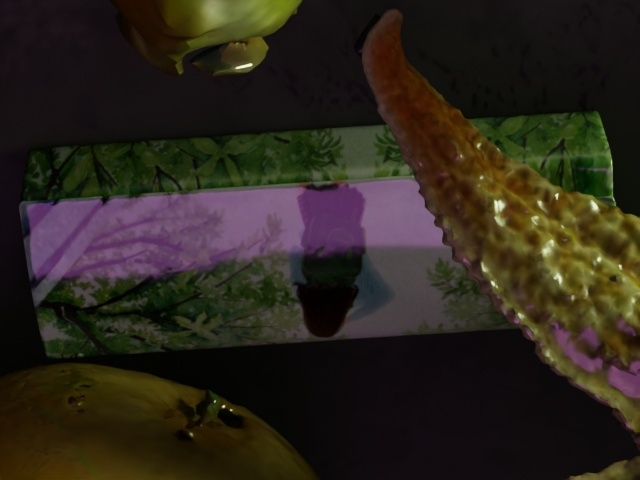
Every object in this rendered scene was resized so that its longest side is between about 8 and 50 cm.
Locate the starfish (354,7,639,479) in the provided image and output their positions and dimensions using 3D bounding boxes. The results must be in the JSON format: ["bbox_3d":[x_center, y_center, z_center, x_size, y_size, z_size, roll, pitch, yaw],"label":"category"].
[{"bbox_3d":[0.150,0.091,0.750,0.383,0.132,0.398,21,96,-16],"label":"starfish"}]

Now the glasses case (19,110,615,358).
[{"bbox_3d":[0.000,0.000,0.810,0.272,0.062,0.095,-5,125,1],"label":"glasses case"}]

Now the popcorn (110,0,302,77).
[{"bbox_3d":[-0.033,-0.235,0.537,0.325,0.321,0.290,28,104,-39],"label":"popcorn"}]

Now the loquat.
[{"bbox_3d":[-0.108,0.185,0.816,0.263,0.263,0.263,-1,125,-1],"label":"loquat"}]
